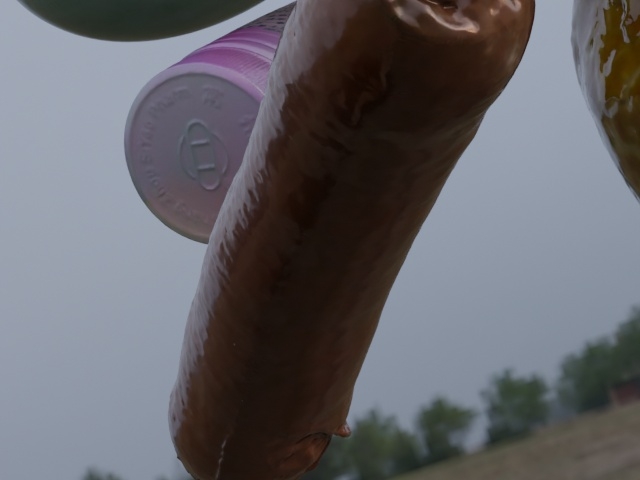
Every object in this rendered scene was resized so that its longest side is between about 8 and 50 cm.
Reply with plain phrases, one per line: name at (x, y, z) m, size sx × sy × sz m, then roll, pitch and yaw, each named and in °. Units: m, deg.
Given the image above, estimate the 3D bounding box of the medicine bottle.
medicine bottle at (-0.038, -0.102, 1.599) m, size 0.152 × 0.152 × 0.254 m, roll -23°, pitch 8°, yaw 29°

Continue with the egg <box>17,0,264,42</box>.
egg at (-0.117, -0.332, 1.738) m, size 0.389 × 0.276 × 0.276 m, roll -32°, pitch -8°, yaw 7°

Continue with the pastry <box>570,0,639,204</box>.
pastry at (0.370, -0.150, 1.618) m, size 0.312 × 0.388 × 0.388 m, roll -35°, pitch -8°, yaw 5°

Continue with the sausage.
sausage at (0.000, 0.000, 0.865) m, size 0.094 × 0.094 × 0.419 m, roll 6°, pitch -34°, yaw -11°
